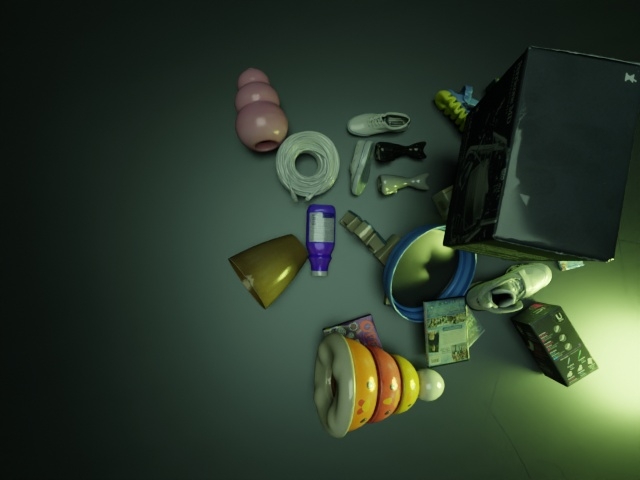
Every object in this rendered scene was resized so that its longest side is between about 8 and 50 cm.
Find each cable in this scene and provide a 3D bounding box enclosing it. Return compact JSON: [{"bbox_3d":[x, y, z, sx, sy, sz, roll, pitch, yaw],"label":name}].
[{"bbox_3d":[-0.052,-0.302,1.636,0.257,0.089,0.257,-30,97,-8],"label":"cable"}]

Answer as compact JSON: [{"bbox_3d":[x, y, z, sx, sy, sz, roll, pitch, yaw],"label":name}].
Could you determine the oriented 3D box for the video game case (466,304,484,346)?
[{"bbox_3d":[0.528,0.349,1.589,0.190,0.022,0.173,-41,103,-14],"label":"video game case"}]

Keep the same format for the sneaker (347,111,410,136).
[{"bbox_3d":[0.237,-0.482,1.660,0.258,0.091,0.094,-7,87,-1],"label":"sneaker"}]

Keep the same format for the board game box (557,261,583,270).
[{"bbox_3d":[1.008,0.069,1.665,0.090,0.020,0.090,-15,86,-1],"label":"board game box"}]

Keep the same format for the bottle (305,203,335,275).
[{"bbox_3d":[0.000,0.000,1.631,0.118,0.092,0.282,1,87,-6],"label":"bottle"}]

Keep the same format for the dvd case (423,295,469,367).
[{"bbox_3d":[0.476,0.342,1.549,0.181,0.022,0.252,-4,92,-18],"label":"dvd case"}]

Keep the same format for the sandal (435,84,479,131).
[{"bbox_3d":[0.613,-0.505,1.651,0.138,0.126,0.317,-37,89,-6],"label":"sandal"}]

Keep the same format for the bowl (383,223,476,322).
[{"bbox_3d":[0.407,0.119,1.541,0.391,0.077,0.391,-9,114,-22],"label":"bowl"}]

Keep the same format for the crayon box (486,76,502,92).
[{"bbox_3d":[0.893,-0.521,1.656,0.363,0.106,0.313,-12,87,-1],"label":"crayon box"}]

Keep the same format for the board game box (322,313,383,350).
[{"bbox_3d":[0.156,0.489,1.628,0.208,0.056,0.346,-18,87,-5],"label":"board game box"}]

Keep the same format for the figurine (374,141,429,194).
[{"bbox_3d":[0.335,-0.294,1.657,0.210,0.092,0.214,-5,88,-4],"label":"figurine"}]

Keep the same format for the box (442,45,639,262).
[{"bbox_3d":[0.588,-0.193,1.177,0.298,0.472,0.479,11,87,1],"label":"box"}]

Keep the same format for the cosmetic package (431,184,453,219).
[{"bbox_3d":[0.614,-0.205,1.612,0.310,0.160,0.113,-28,88,-3],"label":"cosmetic package"}]

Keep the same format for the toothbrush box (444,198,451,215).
[{"bbox_3d":[0.607,-0.187,1.473,0.206,0.122,0.283,23,89,1],"label":"toothbrush box"}]

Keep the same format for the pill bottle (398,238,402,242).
[{"bbox_3d":[0.405,0.024,1.610,0.180,0.108,0.107,-17,87,-19],"label":"pill bottle"}]

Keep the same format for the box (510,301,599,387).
[{"bbox_3d":[0.890,0.390,1.574,0.143,0.165,0.270,-31,88,-1],"label":"box"}]

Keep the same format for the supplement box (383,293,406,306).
[{"bbox_3d":[0.301,0.222,1.637,0.083,0.056,0.083,9,87,-1],"label":"supplement box"}]

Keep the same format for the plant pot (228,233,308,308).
[{"bbox_3d":[-0.181,0.093,1.575,0.254,0.237,0.237,-36,87,-16],"label":"plant pot"}]

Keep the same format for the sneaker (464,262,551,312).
[{"bbox_3d":[0.741,0.185,1.563,0.366,0.210,0.137,-20,87,-1],"label":"sneaker"}]

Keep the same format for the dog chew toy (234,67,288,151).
[{"bbox_3d":[-0.244,-0.523,1.616,0.207,0.206,0.331,-11,79,-1],"label":"dog chew toy"}]

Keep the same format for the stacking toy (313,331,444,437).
[{"bbox_3d":[0.236,0.512,1.491,0.480,0.351,0.350,4,87,-16],"label":"stacking toy"}]

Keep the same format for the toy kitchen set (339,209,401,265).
[{"bbox_3d":[0.207,-0.032,1.651,0.122,0.166,0.207,-45,124,-2],"label":"toy kitchen set"}]

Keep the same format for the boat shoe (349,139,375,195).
[{"bbox_3d":[0.157,-0.297,1.666,0.076,0.083,0.226,19,90,31],"label":"boat shoe"}]
